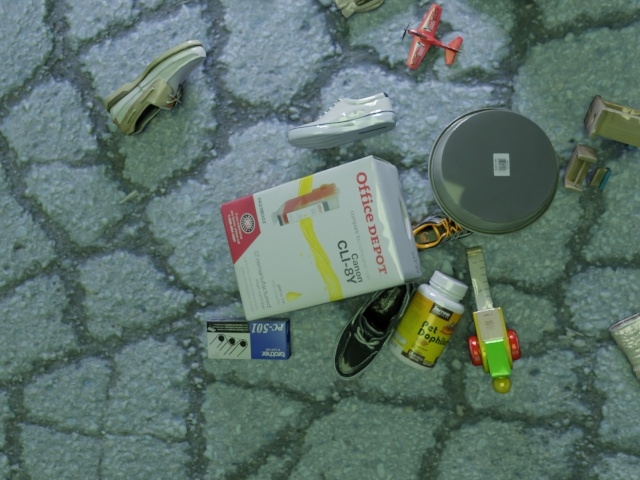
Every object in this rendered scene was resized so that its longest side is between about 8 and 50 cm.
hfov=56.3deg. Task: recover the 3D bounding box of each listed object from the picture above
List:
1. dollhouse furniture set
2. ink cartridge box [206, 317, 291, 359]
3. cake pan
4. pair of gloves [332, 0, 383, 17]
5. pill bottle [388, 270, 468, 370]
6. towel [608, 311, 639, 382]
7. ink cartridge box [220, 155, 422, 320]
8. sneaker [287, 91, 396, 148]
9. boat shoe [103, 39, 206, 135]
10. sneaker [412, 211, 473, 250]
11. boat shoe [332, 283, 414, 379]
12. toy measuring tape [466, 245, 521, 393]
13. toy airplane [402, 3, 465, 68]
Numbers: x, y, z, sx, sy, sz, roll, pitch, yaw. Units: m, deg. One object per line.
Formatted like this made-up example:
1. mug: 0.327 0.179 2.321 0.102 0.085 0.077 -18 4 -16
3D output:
1. dollhouse furniture set: 0.620 -0.196 1.285 0.129 0.129 0.184 19 122 8
2. ink cartridge box: -0.179 0.244 1.494 0.206 0.046 0.097 -1 95 11
3. cake pan: 0.387 -0.158 1.317 0.292 0.054 0.294 0 83 1
4. pair of gloves: 0.085 -0.645 1.347 0.204 0.042 0.240 -30 108 14
5. pill bottle: 0.251 0.181 1.371 0.117 0.117 0.215 27 99 8
6. towel: 0.806 0.211 1.304 0.282 0.049 0.187 -30 88 12
7. ink cartridge box: 0.000 0.000 1.340 0.384 0.160 0.280 -16 84 22
8. sneaker: 0.046 -0.280 1.400 0.257 0.094 0.092 -10 74 7
9. boat shoe: -0.388 -0.368 1.461 0.302 0.113 0.103 -30 90 22
10. sneaker: 0.289 -0.030 1.366 0.214 0.083 0.084 -29 87 10
11. boat shoe: 0.120 0.207 1.406 0.108 0.102 0.301 37 100 6
12. toy measuring tape: 0.383 0.184 1.373 0.121 0.121 0.331 -12 70 11
13. toy airplane: 0.260 -0.456 1.366 0.151 0.028 0.151 1 96 11
